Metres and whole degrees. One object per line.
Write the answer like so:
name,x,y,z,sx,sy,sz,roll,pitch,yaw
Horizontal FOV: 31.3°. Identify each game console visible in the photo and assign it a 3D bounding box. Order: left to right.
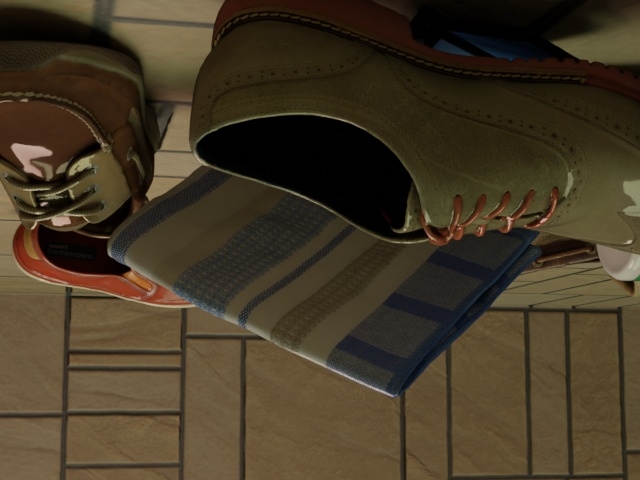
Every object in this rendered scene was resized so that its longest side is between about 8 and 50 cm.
game console,0.102,-0.101,0.736,0.107,0.071,0.122,-47,150,21

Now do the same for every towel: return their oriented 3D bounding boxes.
towel,0.000,0.000,0.879,0.285,0.034,0.209,24,-134,31

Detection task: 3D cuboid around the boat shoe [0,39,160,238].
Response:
boat shoe,-0.183,-0.065,0.850,0.123,0.116,0.324,-1,172,6

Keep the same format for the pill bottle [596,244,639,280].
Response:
pill bottle,0.414,-0.013,1.229,0.208,0.117,0.117,1,172,-10

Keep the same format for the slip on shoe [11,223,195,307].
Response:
slip on shoe,-0.233,0.019,1.503,0.331,0.123,0.101,8,166,-19

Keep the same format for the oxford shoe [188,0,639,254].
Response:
oxford shoe,0.091,-0.034,0.657,0.348,0.130,0.123,15,140,1

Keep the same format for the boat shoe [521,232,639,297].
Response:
boat shoe,0.370,0.006,1.343,0.342,0.123,0.123,1,172,-6
